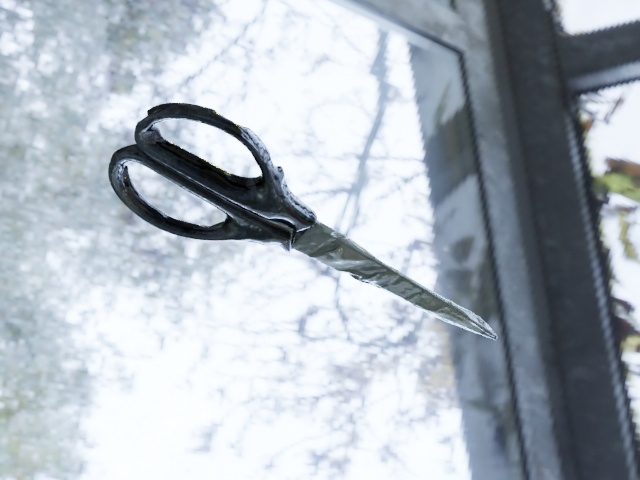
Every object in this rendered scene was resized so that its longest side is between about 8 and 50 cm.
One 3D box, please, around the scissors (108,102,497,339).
[{"bbox_3d":[0.000,0.000,0.991,0.109,0.300,0.022,-46,-155,40],"label":"scissors"}]
